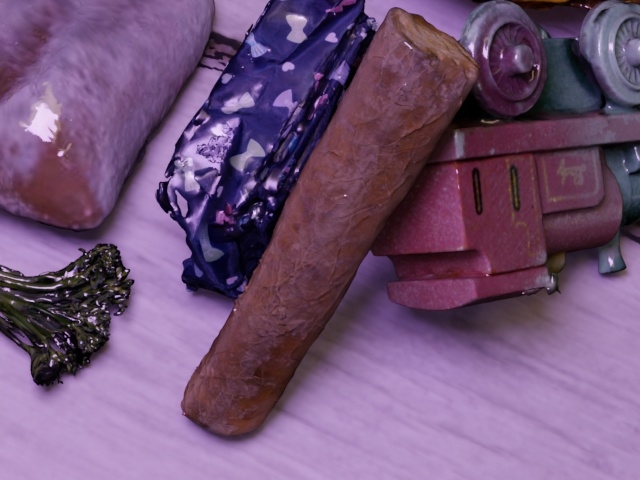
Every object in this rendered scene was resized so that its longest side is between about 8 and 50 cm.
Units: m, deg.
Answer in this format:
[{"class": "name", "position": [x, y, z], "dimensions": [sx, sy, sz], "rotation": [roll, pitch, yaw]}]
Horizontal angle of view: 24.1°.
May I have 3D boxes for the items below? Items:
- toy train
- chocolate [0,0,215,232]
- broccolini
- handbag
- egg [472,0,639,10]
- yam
[{"class": "toy train", "position": [0.161, -0.072, 1.171], "dimensions": [0.304, 0.150, 0.221], "rotation": [-9, 93, -40]}, {"class": "chocolate", "position": [-0.205, -0.159, 1.222], "dimensions": [0.185, 0.100, 0.303], "rotation": [17, 52, 8]}, {"class": "broccolini", "position": [-0.250, -0.010, 1.186], "dimensions": [0.123, 0.062, 0.271], "rotation": [-33, 68, -31]}, {"class": "handbag", "position": [-0.024, -0.075, 1.183], "dimensions": [0.113, 0.162, 0.260], "rotation": [20, 62, 19]}, {"class": "egg", "position": [0.200, -0.353, 1.281], "dimensions": [0.337, 0.201, 0.337], "rotation": [6, 42, -6]}, {"class": "yam", "position": [0.000, 0.000, 1.068], "dimensions": [0.081, 0.356, 0.081], "rotation": [23, 29, -14]}]
